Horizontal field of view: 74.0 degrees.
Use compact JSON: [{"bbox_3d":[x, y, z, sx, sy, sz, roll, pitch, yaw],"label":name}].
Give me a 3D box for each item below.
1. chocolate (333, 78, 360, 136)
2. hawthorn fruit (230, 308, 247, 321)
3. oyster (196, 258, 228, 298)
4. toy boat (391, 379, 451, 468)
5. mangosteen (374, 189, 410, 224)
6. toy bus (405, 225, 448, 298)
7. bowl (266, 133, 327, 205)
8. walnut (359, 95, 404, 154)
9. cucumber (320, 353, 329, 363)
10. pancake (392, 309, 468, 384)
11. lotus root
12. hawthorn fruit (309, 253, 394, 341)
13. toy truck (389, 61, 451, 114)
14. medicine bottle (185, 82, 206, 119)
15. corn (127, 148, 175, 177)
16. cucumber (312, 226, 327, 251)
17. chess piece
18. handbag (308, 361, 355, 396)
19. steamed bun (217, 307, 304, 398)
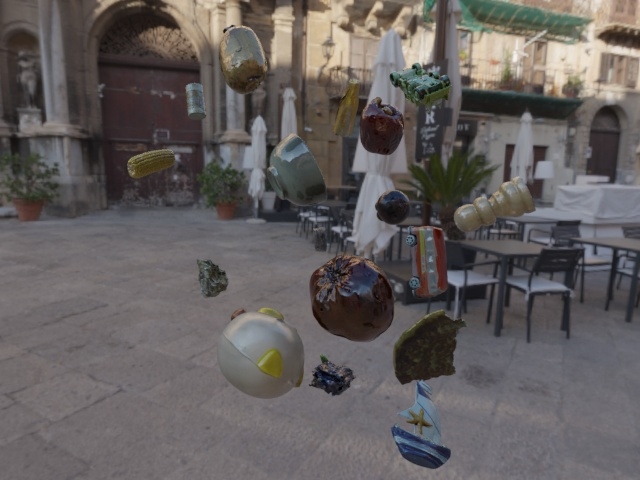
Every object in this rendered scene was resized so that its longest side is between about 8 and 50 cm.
[{"bbox_3d":[0.107,-0.501,1.600,0.086,0.219,0.085,8,44,-8],"label":"chocolate"},{"bbox_3d":[-0.328,0.318,1.737,0.077,0.077,0.077,1,8,0],"label":"hawthorn fruit"},{"bbox_3d":[-0.374,0.133,1.447,0.125,0.177,0.064,15,41,33],"label":"oyster"},{"bbox_3d":[0.336,0.597,1.412,0.221,0.067,0.291,27,36,-6],"label":"toy boat"},{"bbox_3d":[0.387,-0.178,2.349,0.194,0.193,0.231,-3,-5,-27],"label":"mangosteen"},{"bbox_3d":[0.388,0.077,1.528,0.120,0.264,0.121,-8,-8,38],"label":"toy bus"},{"bbox_3d":[-0.109,-0.240,1.590,0.146,0.289,0.289,-28,16,-13],"label":"bowl"},{"bbox_3d":[0.285,-0.557,2.100,0.222,0.268,0.243,-22,57,-25],"label":"walnut"},{"bbox_3d":[0.042,0.625,2.070,0.039,0.167,0.039,-28,11,6],"label":"cucumber"},{"bbox_3d":[0.476,0.472,1.886,0.306,0.425,0.066,1,28,-4],"label":"pancake"},{"bbox_3d":[-0.270,-0.626,1.455,0.160,0.283,0.146,-26,-22,13],"label":"lotus root"},{"bbox_3d":[0.113,0.214,1.482,0.309,0.324,0.308,-19,18,6],"label":"hawthorn fruit"},{"bbox_3d":[0.361,-0.552,1.564,0.129,0.135,0.259,-25,45,-7],"label":"toy truck"},{"bbox_3d":[-0.329,-0.366,1.119,0.047,0.083,0.047,-7,-8,-1],"label":"medicine bottle"},{"bbox_3d":[-0.590,-0.272,1.486,0.063,0.084,0.165,27,37,31],"label":"corn"},{"bbox_3d":[0.000,-0.002,1.901,0.064,0.111,0.064,-4,2,0],"label":"cucumber"},{"bbox_3d":[0.607,-0.109,1.508,0.261,0.142,0.143,-27,1,15],"label":"chess piece"},{"bbox_3d":[0.056,0.599,1.852,0.162,0.113,0.260,20,-2,20],"label":"handbag"},{"bbox_3d":[-0.220,0.433,1.612,0.335,0.333,0.374,4,-22,23],"label":"steamed bun"}]
